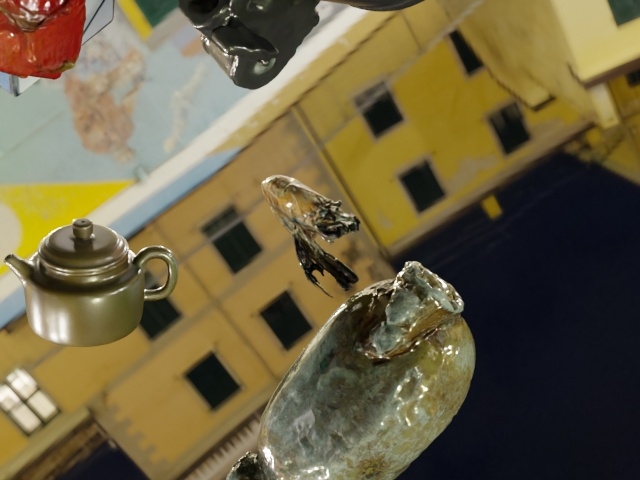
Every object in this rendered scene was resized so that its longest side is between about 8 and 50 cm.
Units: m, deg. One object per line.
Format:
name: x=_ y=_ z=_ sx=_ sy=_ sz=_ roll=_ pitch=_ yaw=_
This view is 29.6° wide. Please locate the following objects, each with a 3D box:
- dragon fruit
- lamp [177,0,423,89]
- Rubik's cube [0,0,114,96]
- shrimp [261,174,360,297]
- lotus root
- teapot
dragon fruit: x=-0.383 y=-0.333 z=1.336 sx=0.205 sy=0.317 sz=0.152 roll=-51 pitch=-175 yaw=19
lamp: x=-0.002 y=-0.298 z=0.945 sx=0.374 sy=0.272 sz=0.205 roll=-47 pitch=-116 yaw=12
Rubik's cube: x=-0.417 y=-0.361 z=1.645 sx=0.205 sy=0.205 sz=0.207 roll=38 pitch=-118 yaw=8
shrimp: x=0.000 y=0.000 z=1.334 sx=0.046 sy=0.152 sz=0.219 roll=-35 pitch=-159 yaw=-15
lotus root: x=0.038 y=0.177 z=1.294 sx=0.349 sy=0.175 sz=0.175 roll=-49 pitch=-149 yaw=21
teapot: x=-0.356 y=0.048 z=1.889 sx=0.267 sy=0.175 sz=0.185 roll=-3 pitch=-149 yaw=-14
